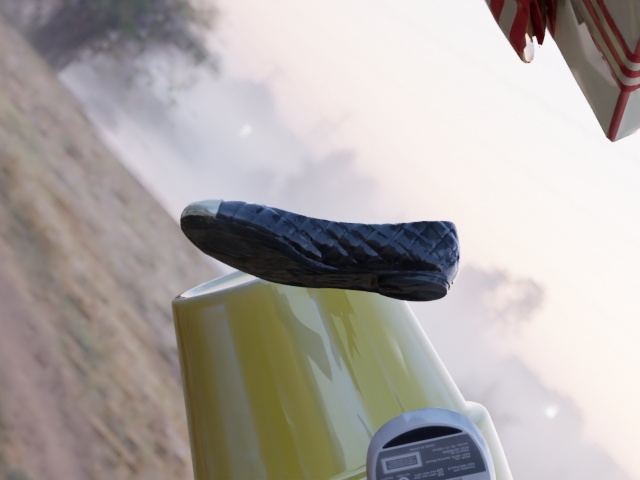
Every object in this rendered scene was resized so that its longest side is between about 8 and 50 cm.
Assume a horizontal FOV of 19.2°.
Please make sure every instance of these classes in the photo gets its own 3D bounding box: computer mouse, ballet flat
[{"bbox_3d":[0.070,0.162,1.042,0.042,0.106,0.193,-97,176,-60],"label":"computer mouse"},{"bbox_3d":[0.000,0.000,1.149,0.173,0.049,0.057,11,-29,-6],"label":"ballet flat"}]

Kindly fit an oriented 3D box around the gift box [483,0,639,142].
[{"bbox_3d":[0.212,-0.239,1.157,0.255,0.258,0.276,80,-17,-67],"label":"gift box"}]

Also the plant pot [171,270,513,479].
[{"bbox_3d":[-0.001,0.132,1.468,0.254,0.254,0.239,-132,-156,-86],"label":"plant pot"}]
